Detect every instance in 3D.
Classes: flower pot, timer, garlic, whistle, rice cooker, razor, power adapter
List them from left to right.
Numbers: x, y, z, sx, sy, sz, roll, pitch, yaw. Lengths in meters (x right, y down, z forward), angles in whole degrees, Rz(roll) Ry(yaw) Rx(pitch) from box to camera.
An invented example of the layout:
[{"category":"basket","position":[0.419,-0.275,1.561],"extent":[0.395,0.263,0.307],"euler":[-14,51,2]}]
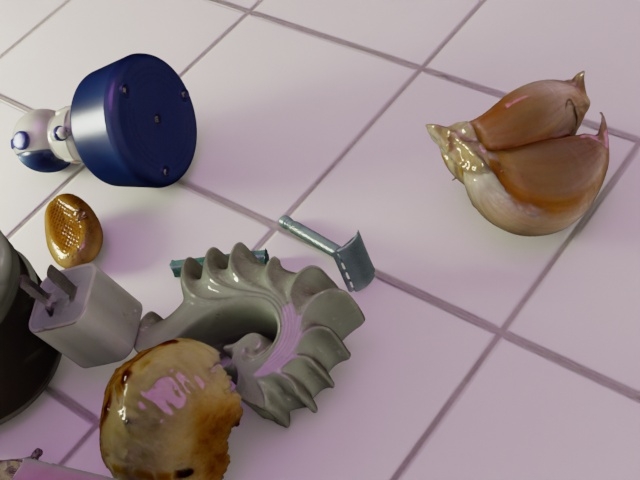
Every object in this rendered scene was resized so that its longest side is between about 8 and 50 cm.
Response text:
[{"category":"rice cooker","position":[-0.636,0.132,1.773],"extent":[0.335,0.325,0.335],"euler":[-8,49,9]},{"category":"power adapter","position":[-0.416,0.110,1.722],"extent":[0.130,0.205,0.125],"euler":[-12,50,26]},{"category":"timer","position":[-0.479,-0.222,2.122],"extent":[0.383,0.270,0.270],"euler":[-7,47,31]},{"category":"whistle","position":[-0.190,0.044,1.920],"extent":[0.186,0.039,0.039],"euler":[-7,49,10]},{"category":"flower pot","position":[-0.126,0.143,1.733],"extent":[0.367,0.164,0.254],"euler":[19,70,33]},{"category":"razor","position":[0.000,0.000,1.882],"extent":[0.068,0.106,0.232],"euler":[-39,42,-18]},{"category":"garlic","position":[0.365,-0.156,1.826],"extent":[0.313,0.249,0.286],"euler":[-19,28,-28]}]

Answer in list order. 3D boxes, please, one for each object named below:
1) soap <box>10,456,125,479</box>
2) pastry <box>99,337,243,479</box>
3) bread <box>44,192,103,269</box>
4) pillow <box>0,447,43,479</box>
[{"category":"soap","position":[-0.319,0.419,1.525],"extent":[0.259,0.181,0.081],"euler":[7,53,26]},{"category":"pastry","position":[-0.260,0.279,1.598],"extent":[0.236,0.170,0.256],"euler":[22,102,32]},{"category":"bread","position":[-0.488,-0.015,2.029],"extent":[0.114,0.077,0.189],"euler":[-37,49,9]},{"category":"pillow","position":[-0.519,0.458,1.643],"extent":[0.169,0.059,0.255],"euler":[-15,46,4]}]
